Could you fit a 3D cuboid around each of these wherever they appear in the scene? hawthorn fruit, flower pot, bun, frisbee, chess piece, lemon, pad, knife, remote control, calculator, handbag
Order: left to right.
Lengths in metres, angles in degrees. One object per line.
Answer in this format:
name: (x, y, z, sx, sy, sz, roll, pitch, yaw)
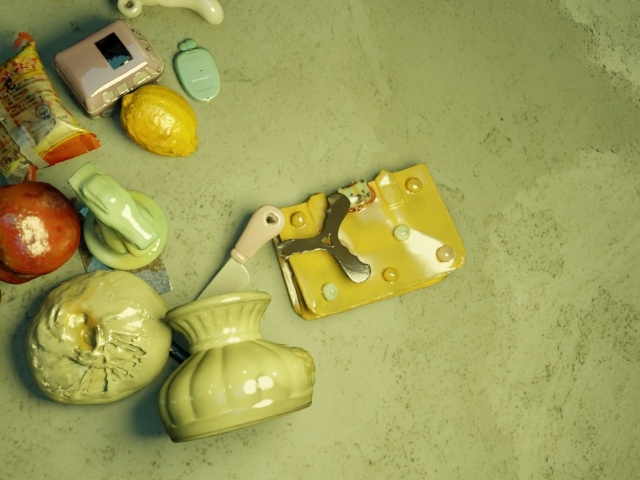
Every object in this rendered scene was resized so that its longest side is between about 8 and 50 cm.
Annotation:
hawthorn fruit: (-0.560, -0.031, 1.171, 0.207, 0.207, 0.243, 46, 36, -3)
bun: (-0.437, 0.191, 1.174, 0.287, 0.146, 0.287, 2, 82, -12)
pad: (-0.430, 0.025, 1.275, 0.158, 0.003, 0.235, -20, 86, -15)
chess piece: (-0.384, -0.041, 1.141, 0.176, 0.298, 0.175, 2, 79, -11)
lemon: (-0.338, -0.252, 1.267, 0.187, 0.142, 0.142, 38, 75, -25)
remote control: (-0.308, 0.239, 1.265, 0.091, 0.016, 0.034, 39, 71, -5)
calculator: (-0.283, -0.391, 1.361, 0.095, 0.021, 0.153, -20, 90, -15)
flower pot: (-0.171, 0.237, 1.154, 0.308, 0.307, 0.244, -11, 79, -14)
knife: (-0.186, 0.068, 1.275, 0.081, 0.043, 0.336, 36, 96, -10)
frisbee: (0.000, 0.000, 1.261, 0.187, 0.012, 0.211, -8, 71, -8)
handbag: (0.103, -0.003, 1.342, 0.401, 0.133, 0.283, -17, 78, -12)

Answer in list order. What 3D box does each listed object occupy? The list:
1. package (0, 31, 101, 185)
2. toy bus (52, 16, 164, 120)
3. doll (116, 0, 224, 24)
package: (-0.612, -0.256, 1.213, 0.223, 0.108, 0.288, -36, 94, -2)
toy bus: (-0.442, -0.366, 1.259, 0.202, 0.142, 0.142, -37, 90, -16)
doll: (-0.388, -0.670, 1.313, 0.376, 0.187, 0.365, 10, 91, -23)
